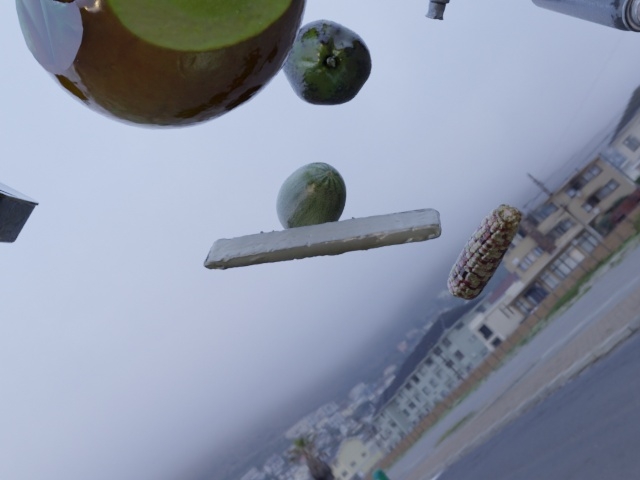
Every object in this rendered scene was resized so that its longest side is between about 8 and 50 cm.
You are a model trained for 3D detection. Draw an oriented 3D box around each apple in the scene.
[{"bbox_3d":[-0.216,-0.343,0.863,0.374,0.374,0.384,-21,-29,-50],"label":"apple"}]

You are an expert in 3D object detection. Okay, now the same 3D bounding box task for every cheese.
[{"bbox_3d":[-0.001,-0.002,1.055,0.400,0.034,0.085,-9,24,14],"label":"cheese"}]

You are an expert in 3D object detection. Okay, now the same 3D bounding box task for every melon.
[{"bbox_3d":[-0.021,-0.078,1.311,0.139,0.139,0.192,-27,-18,-42],"label":"melon"}]

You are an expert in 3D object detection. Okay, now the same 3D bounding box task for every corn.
[{"bbox_3d":[0.349,0.028,1.365,0.086,0.086,0.253,-28,-30,-41],"label":"corn"}]

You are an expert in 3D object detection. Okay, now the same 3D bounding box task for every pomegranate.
[{"bbox_3d":[0.022,-0.473,1.644,0.204,0.222,0.277,-47,16,41],"label":"pomegranate"}]

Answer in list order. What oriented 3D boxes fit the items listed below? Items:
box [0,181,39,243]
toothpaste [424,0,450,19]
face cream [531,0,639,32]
[{"bbox_3d":[-0.562,-0.061,1.025,0.090,0.144,0.201,-63,6,-4],"label":"box"},{"bbox_3d":[0.318,-0.683,1.611,0.089,0.057,0.234,2,-60,-16],"label":"toothpaste"},{"bbox_3d":[0.413,-0.364,0.949,0.073,0.283,0.073,-6,-61,-11],"label":"face cream"}]
